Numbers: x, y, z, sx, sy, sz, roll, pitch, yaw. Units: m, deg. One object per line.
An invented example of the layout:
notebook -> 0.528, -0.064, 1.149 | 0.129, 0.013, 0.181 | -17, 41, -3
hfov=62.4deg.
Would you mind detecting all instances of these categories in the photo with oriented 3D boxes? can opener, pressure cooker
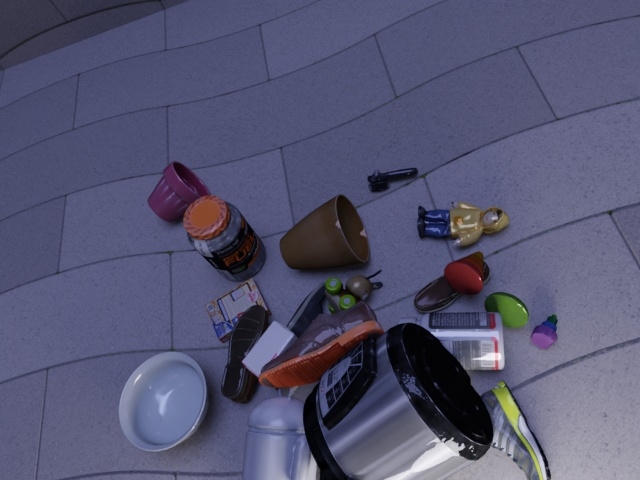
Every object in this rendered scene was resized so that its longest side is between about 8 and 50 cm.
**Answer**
can opener -> 0.259, -0.233, 1.907 | 0.186, 0.073, 0.059 | -15, 19, 5
pressure cooker -> 0.162, 0.460, 1.322 | 0.420, 0.370, 0.375 | -42, 57, 21

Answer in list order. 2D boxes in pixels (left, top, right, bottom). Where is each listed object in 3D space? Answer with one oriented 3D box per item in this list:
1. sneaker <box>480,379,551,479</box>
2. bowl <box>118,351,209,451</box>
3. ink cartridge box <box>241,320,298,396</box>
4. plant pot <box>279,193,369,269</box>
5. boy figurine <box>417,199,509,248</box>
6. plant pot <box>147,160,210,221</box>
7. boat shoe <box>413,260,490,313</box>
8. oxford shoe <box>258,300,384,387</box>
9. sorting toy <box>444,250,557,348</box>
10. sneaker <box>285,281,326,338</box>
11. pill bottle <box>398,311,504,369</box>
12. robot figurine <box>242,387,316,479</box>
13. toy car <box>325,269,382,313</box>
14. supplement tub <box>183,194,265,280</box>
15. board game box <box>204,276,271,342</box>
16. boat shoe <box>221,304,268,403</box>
sneaker -> 0.499, 0.528, 1.380 | 0.121, 0.111, 0.300 | -29, 52, 14
bowl -> -0.465, 0.512, 1.660 | 0.297, 0.134, 0.298 | -8, 60, 14
ink cartridge box -> -0.116, 0.360, 1.586 | 0.092, 0.218, 0.158 | 29, 73, 34
plant pot -> 0.000, 0.000, 1.770 | 0.254, 0.237, 0.237 | -21, 56, 23
boy figurine -> 0.461, -0.054, 1.715 | 0.285, 0.092, 0.177 | 1, 59, 22
plant pot -> -0.562, -0.176, 2.055 | 0.180, 0.201, 0.201 | -42, 57, 10
boat shoe -> 0.398, 0.131, 1.625 | 0.257, 0.095, 0.095 | -31, 57, -1
oxford shoe -> -0.007, 0.289, 1.449 | 0.363, 0.130, 0.133 | -25, 47, 2
sorting toy -> 0.539, 0.152, 1.533 | 0.365, 0.127, 0.126 | 38, 57, 8
sneaker -> -0.015, 0.244, 1.715 | 0.118, 0.083, 0.222 | 38, 57, -2
pill bottle -> 0.371, 0.286, 1.508 | 0.283, 0.161, 0.161 | -3, 61, 16
robot figurine -> -0.108, 0.586, 1.445 | 0.300, 0.199, 0.353 | -22, 60, 54
toy car -> 0.123, 0.168, 1.670 | 0.188, 0.155, 0.149 | -30, 56, -15
supplement tub -> -0.325, -0.007, 1.799 | 0.193, 0.316, 0.194 | -8, 60, 14
board game box -> -0.283, 0.237, 1.810 | 0.193, 0.045, 0.147 | -30, 57, -1
boat shoe -> -0.231, 0.362, 1.693 | 0.110, 0.104, 0.307 | 4, 64, 30
